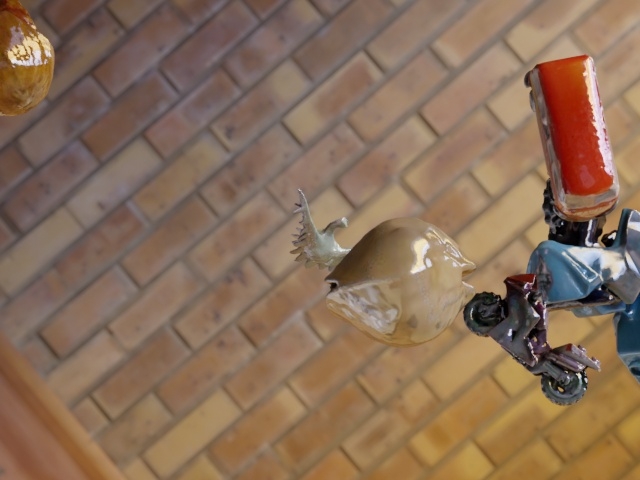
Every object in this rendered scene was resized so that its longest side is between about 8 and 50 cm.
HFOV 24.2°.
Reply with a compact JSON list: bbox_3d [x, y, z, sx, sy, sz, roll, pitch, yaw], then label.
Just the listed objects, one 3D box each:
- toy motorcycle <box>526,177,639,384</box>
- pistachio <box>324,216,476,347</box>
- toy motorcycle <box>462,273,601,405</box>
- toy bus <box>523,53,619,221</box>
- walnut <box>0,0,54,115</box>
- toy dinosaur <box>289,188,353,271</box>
[{"bbox_3d":[0.440,0.086,2.301,0.172,0.416,0.232,-8,-141,44],"label":"toy motorcycle"},{"bbox_3d":[0.080,0.045,1.510,0.152,0.126,0.223,-3,170,1],"label":"pistachio"},{"bbox_3d":[0.306,0.131,2.103,0.122,0.213,0.082,-49,161,5],"label":"toy motorcycle"},{"bbox_3d":[0.271,-0.110,1.584,0.079,0.174,0.077,-10,171,2],"label":"toy bus"},{"bbox_3d":[-0.351,-0.207,1.538,0.115,0.207,0.116,-33,149,-23],"label":"walnut"},{"bbox_3d":[0.000,0.002,1.888,0.082,0.039,0.209,-11,145,14],"label":"toy dinosaur"}]
